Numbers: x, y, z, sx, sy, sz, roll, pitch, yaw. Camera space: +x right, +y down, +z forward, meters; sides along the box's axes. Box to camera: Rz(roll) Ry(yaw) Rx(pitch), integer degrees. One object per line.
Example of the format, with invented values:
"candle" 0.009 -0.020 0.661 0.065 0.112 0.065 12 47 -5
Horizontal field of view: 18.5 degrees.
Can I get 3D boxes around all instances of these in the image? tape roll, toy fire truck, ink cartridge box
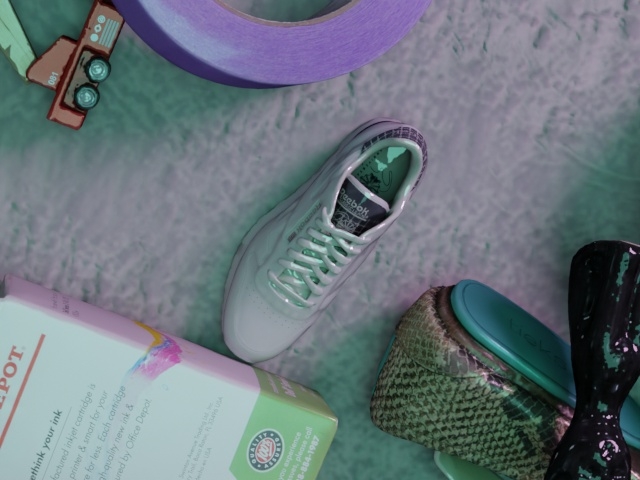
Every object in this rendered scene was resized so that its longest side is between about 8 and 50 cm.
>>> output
"tape roll" -0.038 -0.255 1.508 0.274 0.090 0.275 0 92 -16
"toy fire truck" -0.231 -0.152 1.545 0.135 0.047 0.192 22 93 -7
"ink cartridge box" -0.190 0.161 1.554 0.353 0.119 0.207 22 95 -10

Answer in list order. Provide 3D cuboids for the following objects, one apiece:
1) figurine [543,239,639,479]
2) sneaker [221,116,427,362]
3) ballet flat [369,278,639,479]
"figurine" 0.281 0.128 1.501 0.215 0.092 0.209 14 78 -8
"sneaker" 0.000 0.000 1.569 0.090 0.095 0.235 35 94 -11
"ballet flat" 0.257 0.210 1.613 0.482 0.164 0.182 29 115 -4
